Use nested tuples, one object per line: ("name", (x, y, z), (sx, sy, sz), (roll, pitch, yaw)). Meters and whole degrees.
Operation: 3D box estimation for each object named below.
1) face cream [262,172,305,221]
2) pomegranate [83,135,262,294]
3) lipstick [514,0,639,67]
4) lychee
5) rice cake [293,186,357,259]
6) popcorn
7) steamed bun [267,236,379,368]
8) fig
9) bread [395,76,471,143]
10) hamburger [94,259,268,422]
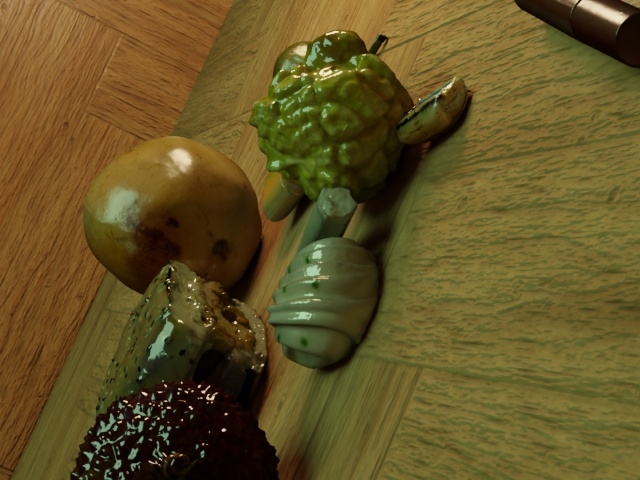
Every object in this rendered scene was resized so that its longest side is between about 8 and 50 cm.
("face cream", (-0.001, -0.159, 2.146), (0.285, 0.067, 0.139), (-51, 18, 39))
("pomegranate", (-0.258, -0.041, 2.336), (0.319, 0.319, 0.319), (-56, 17, 27))
("lipstick", (0.271, -0.238, 1.411), (0.057, 0.057, 0.357), (-60, 15, 12))
("lychee", (-0.176, 0.299, 1.627), (0.300, 0.264, 0.264), (106, -178, -64))
("rice cake", (0.000, 0.000, 1.817), (0.256, 0.052, 0.057), (115, 179, -65))
("popcorn", (0.027, -0.166, 1.840), (0.251, 0.206, 0.237), (-52, -19, -46))
("steamed bun", (-0.004, 0.074, 1.716), (0.183, 0.106, 0.183), (-54, 20, 30))
("fig", (0.026, -0.288, 2.254), (0.236, 0.124, 0.124), (-13, 48, 40))
("bread", (0.143, -0.158, 1.715), (0.072, 0.053, 0.106), (-46, 6, -34))
("hamburger", (-0.209, 0.201, 2.021), (0.277, 0.195, 0.318), (-60, 14, 9))
